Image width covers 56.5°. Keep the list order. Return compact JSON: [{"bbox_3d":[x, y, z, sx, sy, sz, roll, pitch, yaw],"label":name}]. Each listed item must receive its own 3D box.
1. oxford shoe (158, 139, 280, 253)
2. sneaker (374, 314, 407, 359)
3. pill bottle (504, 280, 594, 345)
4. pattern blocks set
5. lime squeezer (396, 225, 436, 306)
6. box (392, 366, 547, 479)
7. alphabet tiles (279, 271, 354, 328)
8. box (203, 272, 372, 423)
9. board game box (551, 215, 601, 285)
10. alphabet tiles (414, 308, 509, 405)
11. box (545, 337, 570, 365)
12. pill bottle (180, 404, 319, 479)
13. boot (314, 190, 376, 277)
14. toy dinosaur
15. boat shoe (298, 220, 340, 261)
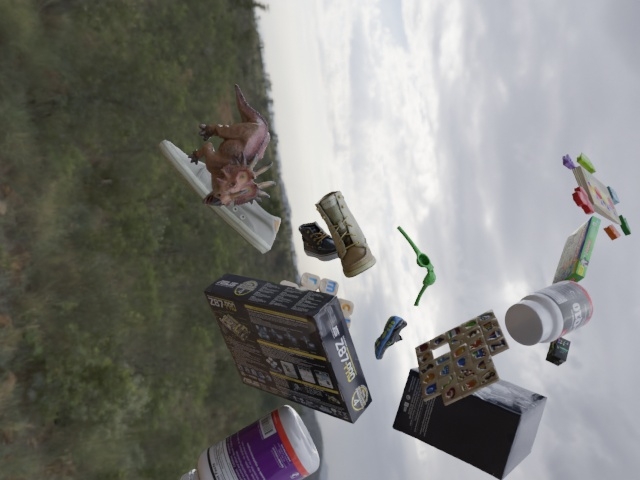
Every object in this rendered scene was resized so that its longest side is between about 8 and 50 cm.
[{"bbox_3d":[-0.293,-0.149,1.776,0.449,0.130,0.169,42,-6,0],"label":"oxford shoe"},{"bbox_3d":[0.241,0.343,2.054,0.067,0.078,0.188,-100,-147,-61],"label":"sneaker"},{"bbox_3d":[0.727,0.234,1.898,0.161,0.283,0.161,20,-64,48],"label":"pill bottle"},{"bbox_3d":[0.772,-0.126,1.672,0.026,0.324,0.286,-33,-140,37],"label":"pattern blocks set"},{"bbox_3d":[0.344,0.091,2.057,0.110,0.058,0.311,16,-54,57],"label":"lime squeezer"},{"bbox_3d":[0.427,0.480,1.667,0.343,0.312,0.179,10,98,-59],"label":"box"},{"bbox_3d":[-0.028,0.254,2.081,0.021,0.277,0.284,117,-12,-60],"label":"alphabet tiles"},{"bbox_3d":[-0.088,0.257,1.461,0.394,0.097,0.318,6,-54,42],"label":"box"},{"bbox_3d":[1.100,0.069,2.573,0.317,0.046,0.213,-59,174,-29],"label":"board game box"},{"bbox_3d":[0.295,0.245,1.245,0.009,0.198,0.237,56,15,-17],"label":"alphabet tiles"},{"bbox_3d":[0.845,0.392,2.118,0.062,0.052,0.083,106,10,-60],"label":"box"},{"bbox_3d":[-0.176,0.564,1.491,0.182,0.322,0.181,60,-3,5],"label":"pill bottle"},{"bbox_3d":[0.050,-0.019,1.281,0.165,0.077,0.213,63,6,-14],"label":"boot"},{"bbox_3d":[-0.162,-0.179,1.227,0.200,0.127,0.296,2,-112,46],"label":"toy dinosaur"},{"bbox_3d":[0.000,0.000,1.490,0.183,0.065,0.083,6,-60,60],"label":"boat shoe"}]
